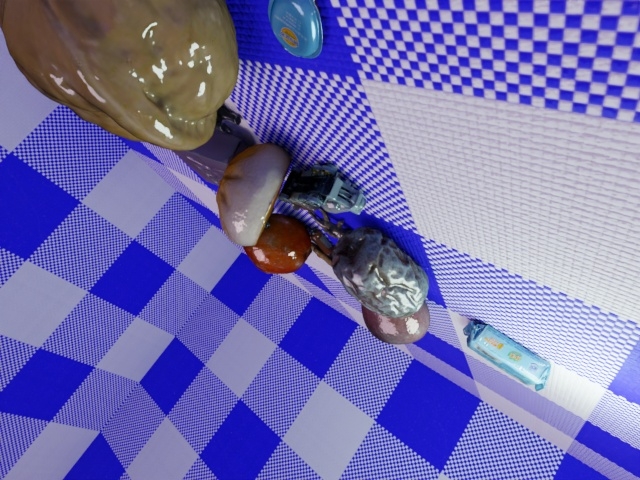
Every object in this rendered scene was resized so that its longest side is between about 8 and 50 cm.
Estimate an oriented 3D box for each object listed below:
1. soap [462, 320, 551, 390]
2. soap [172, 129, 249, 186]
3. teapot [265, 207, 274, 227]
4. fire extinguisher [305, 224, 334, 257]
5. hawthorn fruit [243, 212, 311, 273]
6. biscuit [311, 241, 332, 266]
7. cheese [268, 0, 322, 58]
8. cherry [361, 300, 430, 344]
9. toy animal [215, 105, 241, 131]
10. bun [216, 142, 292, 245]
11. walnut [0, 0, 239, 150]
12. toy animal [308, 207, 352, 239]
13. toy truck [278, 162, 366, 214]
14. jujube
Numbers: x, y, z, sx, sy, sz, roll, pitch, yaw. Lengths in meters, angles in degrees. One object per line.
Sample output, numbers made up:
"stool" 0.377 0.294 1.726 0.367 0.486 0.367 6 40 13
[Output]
"soap" 0.601 0.371 1.349 0.293 0.077 0.156 33 167 19
"soap" -0.321 -0.260 1.361 0.285 0.107 0.296 21 169 23
"teapot" -0.280 -0.145 1.540 0.269 0.173 0.182 43 -150 4
"fire extinguisher" 0.000 0.000 1.666 0.177 0.050 0.062 49 172 -38
"hawthorn fruit" -0.173 0.009 1.692 0.284 0.284 0.284 34 166 9
"biscuit" 0.022 0.074 1.794 0.240 0.035 0.158 38 -176 34
"cheese" -0.030 -0.348 0.597 0.106 0.037 0.256 36 165 -2
"cherry" 0.260 0.249 1.506 0.308 0.221 0.261 54 154 -15
"toy animal" -0.319 -0.384 1.093 0.137 0.082 0.269 25 163 38
"bun" -0.202 -0.134 1.148 0.164 0.299 0.299 24 167 -5
"walnut" -0.329 -0.346 0.722 0.383 0.384 0.384 34 166 9
"toy animal" 0.028 -0.055 1.373 0.219 0.069 0.086 39 176 0
"toy truck" 0.002 -0.126 1.124 0.140 0.108 0.256 29 170 -32
"jujube" 0.179 0.102 1.238 0.317 0.226 0.226 38 168 -28
